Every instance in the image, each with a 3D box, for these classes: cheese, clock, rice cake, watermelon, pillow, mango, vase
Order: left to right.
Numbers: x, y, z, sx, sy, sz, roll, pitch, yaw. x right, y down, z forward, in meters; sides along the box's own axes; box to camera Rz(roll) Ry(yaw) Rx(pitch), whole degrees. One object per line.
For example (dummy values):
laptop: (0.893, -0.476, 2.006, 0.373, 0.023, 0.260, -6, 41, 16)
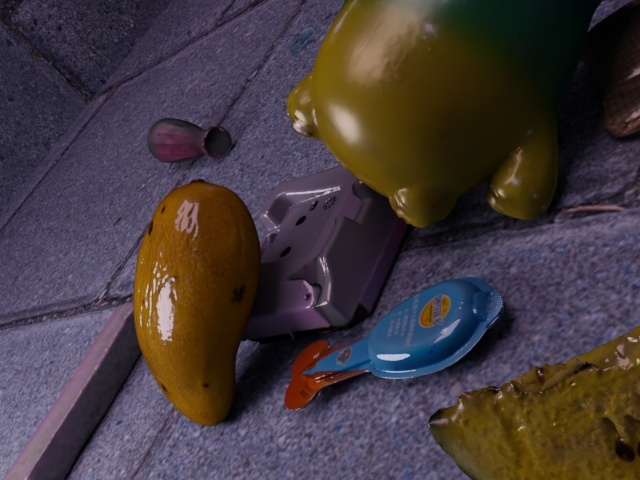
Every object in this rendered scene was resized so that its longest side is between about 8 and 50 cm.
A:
rice cake: (-0.319, 0.219, 1.167, 0.072, 0.056, 0.365, -11, 42, 46)
vase: (-0.237, -0.181, 1.625, 0.086, 0.086, 0.214, -53, 31, -17)
mango: (-0.136, 0.066, 0.938, 0.157, 0.109, 0.262, 9, 95, 43)
clock: (0.000, 0.000, 0.993, 0.186, 0.083, 0.253, -16, 37, 46)
cheese: (0.061, 0.097, 0.815, 0.256, 0.037, 0.106, -27, 30, 36)
pillow: (0.318, -0.181, 0.855, 0.135, 0.034, 0.211, -31, 30, 23)
watermelon: (0.212, 0.089, 0.494, 0.301, 0.129, 0.123, -33, 25, 34)

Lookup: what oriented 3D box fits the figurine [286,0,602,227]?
figurine: (0.135, -0.188, 0.858, 0.340, 0.323, 0.231, -51, -14, -6)
